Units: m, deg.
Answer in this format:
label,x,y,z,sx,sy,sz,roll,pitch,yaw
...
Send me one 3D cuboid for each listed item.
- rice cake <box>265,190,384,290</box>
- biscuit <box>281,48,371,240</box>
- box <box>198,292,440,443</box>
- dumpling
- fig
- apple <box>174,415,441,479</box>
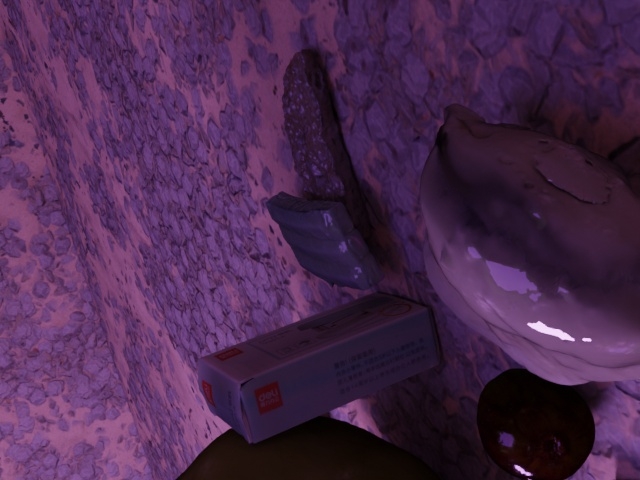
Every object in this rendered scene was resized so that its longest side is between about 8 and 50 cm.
label,x,y,z,sx,sy,sz,roll,pitch,yaw
rice cake,0.000,0.000,1.166,0.127,0.043,0.237,60,165,-14
biscuit,-0.006,-0.116,1.157,0.133,0.032,0.250,-2,107,64
box,-0.001,0.146,1.068,0.135,0.269,0.079,12,117,62
dumpling,0.178,0.033,0.730,0.318,0.187,0.243,46,142,35
fig,0.207,0.175,0.892,0.109,0.103,0.154,32,-168,-7
apple,-0.018,0.435,1.078,0.473,0.474,0.473,43,143,43
